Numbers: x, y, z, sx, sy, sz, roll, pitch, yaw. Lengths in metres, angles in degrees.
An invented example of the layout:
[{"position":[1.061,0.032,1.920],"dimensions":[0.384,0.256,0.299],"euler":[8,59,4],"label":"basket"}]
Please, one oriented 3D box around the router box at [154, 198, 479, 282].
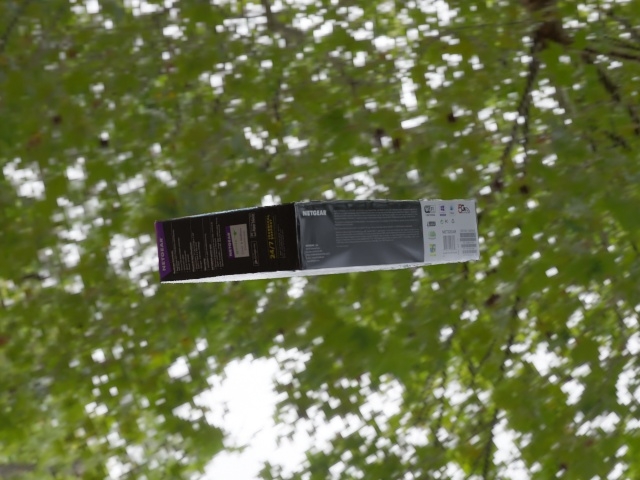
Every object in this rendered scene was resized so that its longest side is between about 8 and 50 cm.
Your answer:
[{"position":[0.000,0.000,0.863],"dimensions":[0.133,0.179,0.046],"euler":[-6,-93,43],"label":"router box"}]
